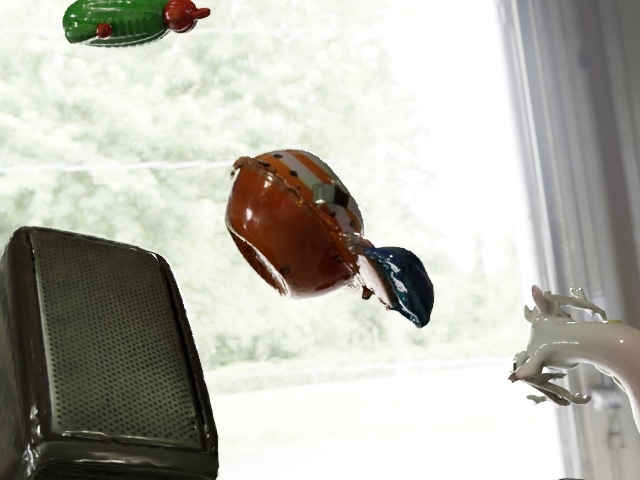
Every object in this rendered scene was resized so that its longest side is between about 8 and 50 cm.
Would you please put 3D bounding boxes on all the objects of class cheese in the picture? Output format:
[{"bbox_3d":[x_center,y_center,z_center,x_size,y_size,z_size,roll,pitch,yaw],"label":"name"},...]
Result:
[{"bbox_3d":[0.000,0.000,1.137,0.129,0.217,0.329,-44,41,-15],"label":"cheese"}]

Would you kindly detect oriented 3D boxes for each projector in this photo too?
[{"bbox_3d":[-0.311,0.252,1.249,0.242,0.405,0.395,14,-59,-29],"label":"projector"}]

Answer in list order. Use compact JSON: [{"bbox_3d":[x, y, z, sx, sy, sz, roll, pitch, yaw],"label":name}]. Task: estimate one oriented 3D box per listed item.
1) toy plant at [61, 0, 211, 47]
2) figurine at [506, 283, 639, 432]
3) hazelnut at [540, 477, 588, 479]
[{"bbox_3d":[-0.285,-0.349,1.576,0.240,0.088,0.154,-11,25,2],"label":"toy plant"},{"bbox_3d":[0.405,0.190,1.504,0.316,0.206,0.284,31,3,37],"label":"figurine"},{"bbox_3d":[0.263,0.374,1.058,0.241,0.261,0.261,19,6,24],"label":"hazelnut"}]
